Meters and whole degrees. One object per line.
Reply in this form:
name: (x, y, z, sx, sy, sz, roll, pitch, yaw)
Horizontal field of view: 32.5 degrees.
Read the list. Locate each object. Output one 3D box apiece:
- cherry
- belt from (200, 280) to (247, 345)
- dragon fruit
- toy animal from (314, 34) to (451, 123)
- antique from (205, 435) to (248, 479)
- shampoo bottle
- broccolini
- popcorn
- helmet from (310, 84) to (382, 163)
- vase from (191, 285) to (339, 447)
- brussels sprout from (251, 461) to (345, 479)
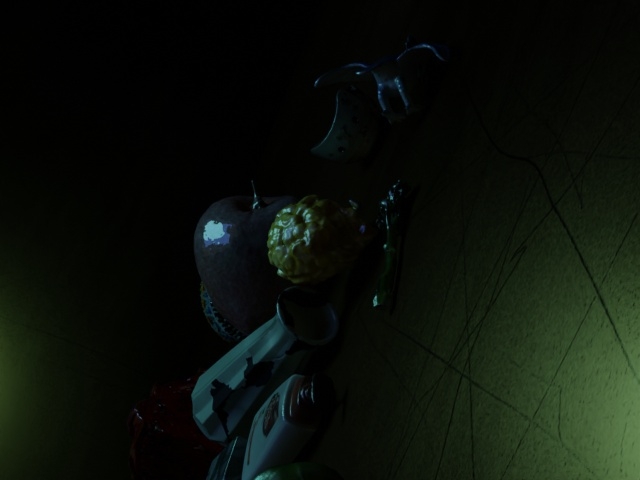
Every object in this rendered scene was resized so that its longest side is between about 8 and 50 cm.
cherry: (-0.109, 0.038, 2.087, 0.221, 0.261, 0.307, -21, -70, -77)
belt: (-0.141, 0.087, 2.261, 0.150, 0.207, 0.257, 155, 130, -72)
dragon fruit: (-0.334, 0.432, 2.455, 0.329, 0.228, 0.286, -85, 19, -56)
toy animal: (0.121, -0.291, 1.875, 0.255, 0.239, 0.176, 22, -124, -61)
antique: (-0.141, 0.411, 1.876, 0.183, 0.086, 0.088, 129, 162, -59)
shampoo bottle: (-0.044, 0.278, 1.701, 0.284, 0.071, 0.153, 123, 165, -51)
broccolini: (0.095, 0.005, 1.637, 0.254, 0.057, 0.071, -73, -32, -47)
popcorn: (0.000, 0.000, 1.835, 0.180, 0.180, 0.170, -88, 22, -64)
helmet: (0.067, -0.216, 2.144, 0.153, 0.107, 0.177, -67, -10, 17)
vase: (-0.097, 0.225, 1.916, 0.360, 0.165, 0.165, -52, 18, 42)
brussels sprout: (-0.028, 0.335, 1.298, 0.117, 0.155, 0.155, -152, 85, -79)
